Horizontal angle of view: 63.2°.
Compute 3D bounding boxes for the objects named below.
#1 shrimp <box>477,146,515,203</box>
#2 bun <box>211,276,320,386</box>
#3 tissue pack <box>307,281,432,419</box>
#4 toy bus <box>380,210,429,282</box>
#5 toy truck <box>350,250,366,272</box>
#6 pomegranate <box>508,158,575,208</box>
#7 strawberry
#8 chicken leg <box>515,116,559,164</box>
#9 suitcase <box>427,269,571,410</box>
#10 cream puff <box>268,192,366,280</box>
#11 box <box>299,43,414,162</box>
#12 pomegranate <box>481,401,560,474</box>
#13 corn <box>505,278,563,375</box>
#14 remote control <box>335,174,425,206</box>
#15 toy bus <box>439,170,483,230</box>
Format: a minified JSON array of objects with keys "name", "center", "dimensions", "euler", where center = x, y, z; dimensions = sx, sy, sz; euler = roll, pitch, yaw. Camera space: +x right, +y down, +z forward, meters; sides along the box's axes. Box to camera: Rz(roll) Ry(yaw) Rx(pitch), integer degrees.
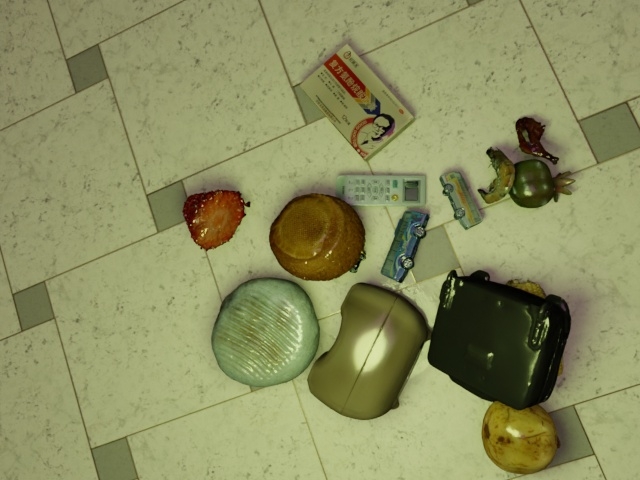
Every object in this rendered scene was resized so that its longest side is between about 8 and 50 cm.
[{"name":"shrimp","center":[0.532,-0.199,1.602],"dimensions":[0.051,0.217,0.150],"euler":[15,128,-13]},{"name":"bun","center":[-0.171,0.292,1.667],"dimensions":[0.363,0.211,0.361],"euler":[-1,85,9]},{"name":"tissue pack","center":[0.155,0.338,1.561],"dimensions":[0.277,0.267,0.386],"euler":[24,89,17]},{"name":"toy bus","center":[0.271,0.017,1.663],"dimensions":[0.094,0.079,0.236],"euler":[21,89,15]},{"name":"toy truck","center":[0.113,0.061,1.710],"dimensions":[0.054,0.049,0.083],"euler":[35,94,14]},{"name":"pomegranate","center":[0.663,-0.173,1.580],"dimensions":[0.191,0.131,0.151],"euler":[-6,74,-13]},{"name":"strawberry","center":[-0.379,-0.103,1.761],"dimensions":[0.178,0.234,0.233],"euler":[33,93,33]},{"name":"chicken leg","center":[0.656,-0.304,1.596],"dimensions":[0.093,0.053,0.204],"euler":[-18,62,20]},{"name":"suitcase","center":[0.492,0.279,1.470],"dimensions":[0.345,0.188,0.338],"euler":[21,102,44]},{"name":"cream puff","center":[0.000,0.000,1.648],"dimensions":[0.303,0.212,0.302],"euler":[-12,58,20]},{"name":"box","center":[0.121,-0.462,1.751],"dimensions":[0.214,0.069,0.353],"euler":[-40,80,6]},{"name":"pomegranate","center":[0.576,0.556,1.493],"dimensions":[0.216,0.215,0.215],"euler":[-1,85,12]},{"name":"corn","center":[0.631,0.260,1.551],"dimensions":[0.123,0.122,0.304],"euler":[-20,76,47]},{"name":"remote control","center":[0.196,-0.161,1.712],"dimensions":[0.294,0.051,0.103],"euler":[1,86,9]},{"name":"toy bus","center":[0.443,-0.128,1.648],"dimensions":[0.075,0.064,0.190],"euler":[-23,80,4]}]
